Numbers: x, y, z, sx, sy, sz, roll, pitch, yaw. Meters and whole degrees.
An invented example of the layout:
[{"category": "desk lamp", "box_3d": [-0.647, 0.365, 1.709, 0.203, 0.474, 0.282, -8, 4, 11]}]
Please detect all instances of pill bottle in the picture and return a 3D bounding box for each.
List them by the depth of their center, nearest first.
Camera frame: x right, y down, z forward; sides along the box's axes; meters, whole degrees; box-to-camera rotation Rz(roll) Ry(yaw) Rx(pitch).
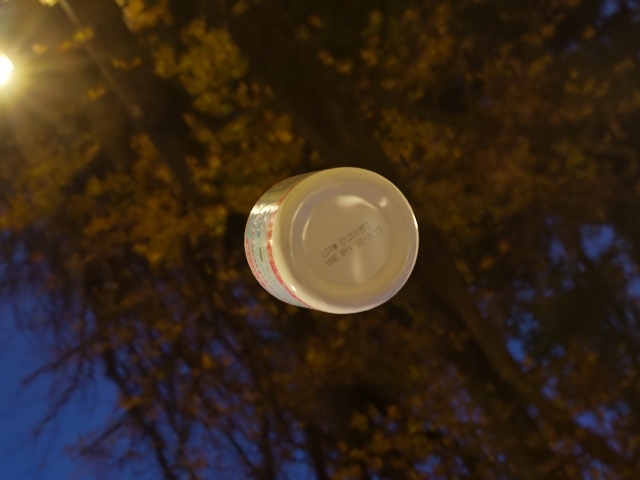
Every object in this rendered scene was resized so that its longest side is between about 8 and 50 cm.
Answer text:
[{"category": "pill bottle", "box_3d": [0.000, 0.000, 0.956, 0.087, 0.087, 0.160, -37, -173, -10]}]
